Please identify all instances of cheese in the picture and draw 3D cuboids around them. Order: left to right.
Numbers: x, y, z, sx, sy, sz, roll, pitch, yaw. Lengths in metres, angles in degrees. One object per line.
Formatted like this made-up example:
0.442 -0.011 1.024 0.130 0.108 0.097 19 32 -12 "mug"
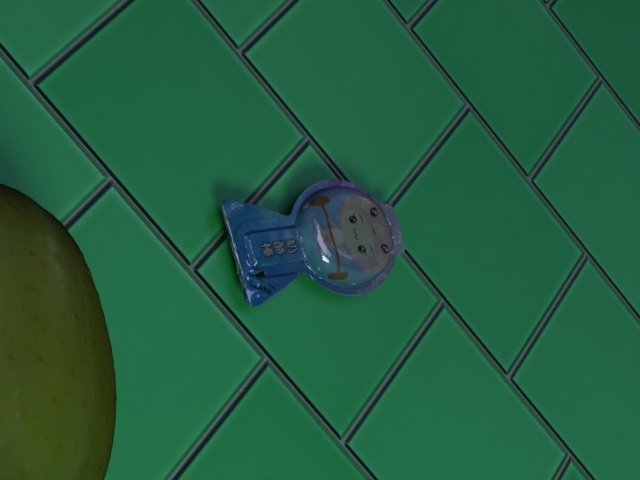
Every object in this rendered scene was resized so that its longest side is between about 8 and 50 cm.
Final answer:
0.000 0.000 1.722 0.244 0.052 0.135 -9 78 -42 "cheese"

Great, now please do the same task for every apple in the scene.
-0.331 0.098 1.328 0.311 0.320 0.360 -3 65 -6 "apple"
